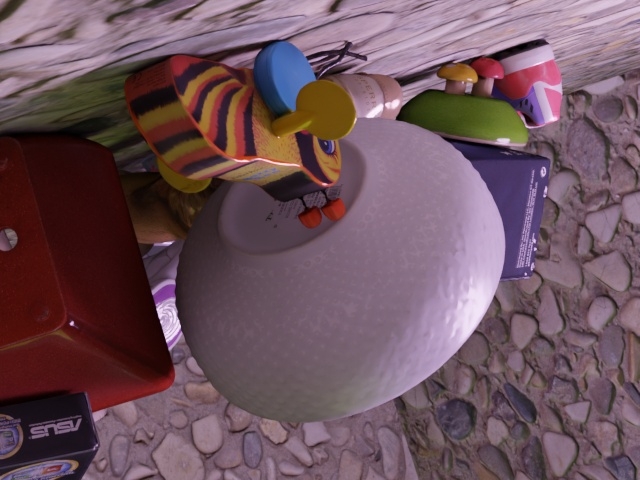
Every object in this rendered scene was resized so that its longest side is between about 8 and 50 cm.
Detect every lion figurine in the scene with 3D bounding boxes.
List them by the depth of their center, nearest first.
[{"bbox_3d":[-0.216,-0.041,1.559,0.392,0.142,0.240,-11,156,14],"label":"lion figurine"}]

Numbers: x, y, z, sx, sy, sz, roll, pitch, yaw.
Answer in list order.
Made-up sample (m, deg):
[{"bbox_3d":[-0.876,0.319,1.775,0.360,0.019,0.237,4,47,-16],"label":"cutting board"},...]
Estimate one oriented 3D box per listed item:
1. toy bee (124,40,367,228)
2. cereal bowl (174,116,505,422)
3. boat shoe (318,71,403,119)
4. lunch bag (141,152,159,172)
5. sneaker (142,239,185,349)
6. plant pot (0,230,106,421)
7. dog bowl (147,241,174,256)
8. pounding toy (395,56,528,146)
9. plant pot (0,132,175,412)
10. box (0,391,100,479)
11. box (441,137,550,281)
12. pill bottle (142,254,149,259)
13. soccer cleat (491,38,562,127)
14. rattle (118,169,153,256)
[{"bbox_3d":[-0.031,-0.089,1.152,0.298,0.162,0.195,-18,178,-36],"label":"toy bee"},{"bbox_3d":[0.000,0.000,1.296,0.339,0.141,0.339,-18,-139,16],"label":"cereal bowl"},{"bbox_3d":[-0.016,-0.115,1.587,0.110,0.121,0.341,-17,179,-28],"label":"boat shoe"},{"bbox_3d":[-0.175,-0.102,1.715,0.083,0.053,0.071,-27,178,21],"label":"lunch bag"},{"bbox_3d":[-0.203,0.041,1.762,0.152,0.114,0.305,5,-148,36],"label":"sneaker"},{"bbox_3d":[-0.473,0.125,1.667,0.334,0.305,0.334,-17,180,0],"label":"plant pot"},{"bbox_3d":[-0.307,0.004,2.002,0.265,0.104,0.265,-11,163,-4],"label":"dog bowl"},{"bbox_3d":[0.173,-0.200,1.811,0.237,0.110,0.183,9,-171,2],"label":"pounding toy"},{"bbox_3d":[-0.313,0.037,1.242,0.267,0.267,0.236,-18,167,-1],"label":"plant pot"},{"bbox_3d":[-0.362,0.227,1.262,0.270,0.060,0.216,-8,158,-24],"label":"box"},{"bbox_3d":[0.101,-0.054,1.774,0.296,0.182,0.294,15,-167,35],"label":"box"},{"bbox_3d":[-0.295,0.090,1.868,0.246,0.136,0.136,-10,179,-7],"label":"pill bottle"},{"bbox_3d":[0.300,-0.218,1.988,0.109,0.116,0.318,-18,180,1],"label":"soccer cleat"},{"bbox_3d":[-0.272,-0.042,1.848,0.200,0.130,0.143,-16,-160,42],"label":"rattle"}]
